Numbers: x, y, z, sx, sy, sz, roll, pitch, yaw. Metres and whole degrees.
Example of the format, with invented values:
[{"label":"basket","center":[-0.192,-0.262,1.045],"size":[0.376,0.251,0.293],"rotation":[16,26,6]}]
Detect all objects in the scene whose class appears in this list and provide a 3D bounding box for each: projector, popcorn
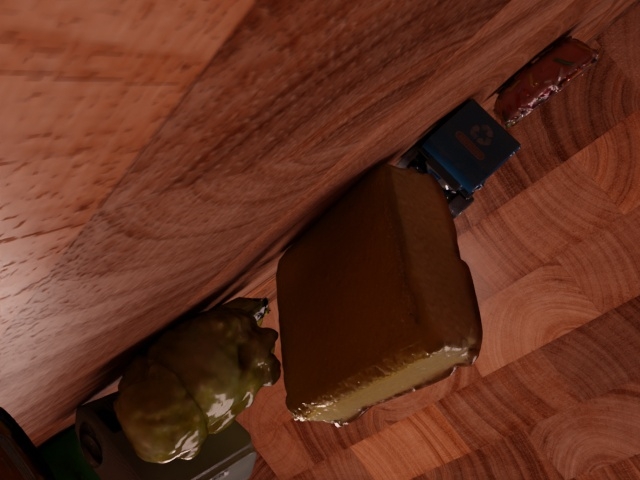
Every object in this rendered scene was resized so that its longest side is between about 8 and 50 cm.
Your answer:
[{"label":"projector","center":[-0.266,0.350,0.881],"size":[0.198,0.251,0.108],"rotation":[-14,127,-50]},{"label":"popcorn","center":[-0.202,0.220,0.798],"size":[0.225,0.173,0.286],"rotation":[-35,-179,41]}]

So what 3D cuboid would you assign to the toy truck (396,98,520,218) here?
[{"label":"toy truck","center":[0.259,-0.143,0.988],"size":[0.175,0.146,0.367],"rotation":[-43,176,10]}]

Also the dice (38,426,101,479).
[{"label":"dice","center":[-0.543,0.588,1.077],"size":[0.300,0.297,0.287],"rotation":[-38,180,-7]}]

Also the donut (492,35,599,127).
[{"label":"donut","center":[0.472,-0.340,1.078],"size":[0.233,0.085,0.199],"rotation":[-36,176,-33]}]

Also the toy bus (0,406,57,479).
[{"label":"toy bus","center":[-0.298,0.213,0.344],"size":[0.201,0.098,0.114],"rotation":[-37,177,-2]}]

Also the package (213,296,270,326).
[{"label":"package","center":[-0.192,0.178,0.995],"size":[0.226,0.090,0.168],"rotation":[-34,172,-9]}]

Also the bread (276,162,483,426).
[{"label":"bread","center":[0.067,0.090,0.810],"size":[0.143,0.323,0.333],"rotation":[18,140,-32]}]
